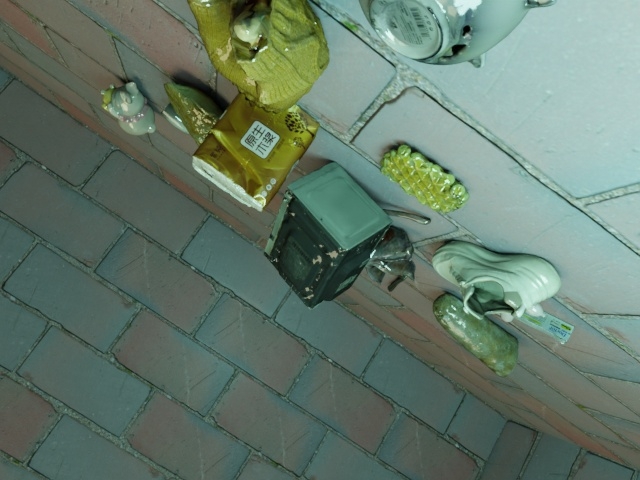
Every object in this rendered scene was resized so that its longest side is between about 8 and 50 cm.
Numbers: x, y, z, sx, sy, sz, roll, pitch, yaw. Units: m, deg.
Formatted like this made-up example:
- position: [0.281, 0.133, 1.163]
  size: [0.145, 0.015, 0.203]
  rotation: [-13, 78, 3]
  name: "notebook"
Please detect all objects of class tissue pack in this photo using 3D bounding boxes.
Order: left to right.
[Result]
- position: [-0.134, -0.199, 1.031]
  size: [0.183, 0.226, 0.092]
  rotation: [34, 165, -5]
  name: "tissue pack"

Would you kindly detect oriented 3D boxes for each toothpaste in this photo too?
- position: [0.544, 0.198, 1.231]
  size: [0.164, 0.046, 0.034]
  rotation: [28, 164, 22]
  name: "toothpaste"

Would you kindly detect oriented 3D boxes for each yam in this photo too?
- position: [0.490, 0.287, 1.543]
  size: [0.330, 0.133, 0.133]
  rotation: [39, 167, -4]
  name: "yam"

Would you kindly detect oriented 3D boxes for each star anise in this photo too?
- position: [0.155, 0.004, 1.322]
  size: [0.359, 0.139, 0.316]
  rotation: [9, 151, 32]
  name: "star anise"

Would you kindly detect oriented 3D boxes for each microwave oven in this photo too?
- position: [0.000, 0.000, 1.204]
  size: [0.237, 0.181, 0.295]
  rotation: [49, 145, 16]
  name: "microwave oven"

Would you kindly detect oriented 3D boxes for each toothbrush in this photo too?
- position: [0.272, 0.148, 1.754]
  size: [0.030, 0.030, 0.297]
  rotation: [40, 168, 9]
  name: "toothbrush"

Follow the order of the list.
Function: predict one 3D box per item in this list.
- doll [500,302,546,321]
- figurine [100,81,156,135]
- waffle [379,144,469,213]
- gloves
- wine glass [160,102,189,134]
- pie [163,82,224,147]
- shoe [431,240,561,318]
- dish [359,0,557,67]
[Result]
- position: [0.452, 0.132, 1.165]
  size: [0.161, 0.059, 0.160]
  rotation: [46, 162, 15]
  name: "doll"
- position: [-0.631, -0.450, 1.593]
  size: [0.155, 0.127, 0.235]
  rotation: [41, 164, 11]
  name: "figurine"
- position: [0.198, -0.116, 0.954]
  size: [0.183, 0.036, 0.169]
  rotation: [36, 170, -4]
  name: "waffle"
- position: [-0.082, -0.296, 0.710]
  size: [0.203, 0.155, 0.356]
  rotation: [42, -178, -5]
  name: "gloves"
- position: [-0.404, -0.347, 1.528]
  size: [0.198, 0.066, 0.066]
  rotation: [40, 166, -27]
  name: "wine glass"
- position: [-0.327, -0.325, 1.336]
  size: [0.257, 0.105, 0.274]
  rotation: [43, 167, 1]
  name: "pie"
- position: [0.342, 0.099, 1.070]
  size: [0.316, 0.159, 0.124]
  rotation: [5, 131, 56]
  name: "shoe"
- position: [0.121, -0.252, 0.525]
  size: [0.227, 0.086, 0.236]
  rotation: [30, 167, 16]
  name: "dish"
